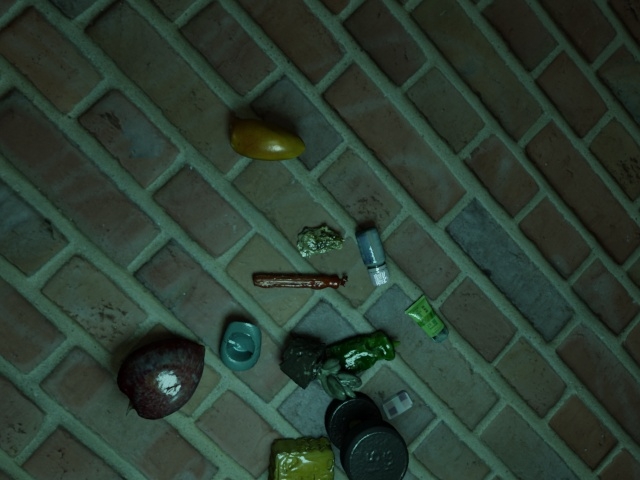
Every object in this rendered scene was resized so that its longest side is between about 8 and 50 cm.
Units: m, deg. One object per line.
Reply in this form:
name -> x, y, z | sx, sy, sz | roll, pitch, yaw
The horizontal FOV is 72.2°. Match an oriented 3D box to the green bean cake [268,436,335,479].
green bean cake -> -0.062, 0.800, 1.499 | 0.223, 0.131, 0.230 | 3, 91, -11

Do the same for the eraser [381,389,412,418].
eraser -> 0.280, 0.602, 1.610 | 0.105, 0.026, 0.065 | -29, 94, -8

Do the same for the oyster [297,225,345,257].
oyster -> -0.001, -0.003, 1.528 | 0.165, 0.053, 0.109 | -12, 84, -3

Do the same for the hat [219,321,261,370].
hat -> -0.263, 0.342, 1.479 | 0.138, 0.078, 0.191 | 15, 108, -3

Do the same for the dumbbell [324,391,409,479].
dumbbell -> 0.139, 0.644, 1.434 | 0.203, 0.322, 0.204 | 0, 91, -11

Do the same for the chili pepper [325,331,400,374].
chili pepper -> 0.155, 0.400, 1.548 | 0.270, 0.099, 0.136 | -19, 70, -3

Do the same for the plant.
plant -> 0.006, 0.423, 1.442 | 0.274, 0.146, 0.149 | 23, 119, 26

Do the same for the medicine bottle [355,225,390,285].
medicine bottle -> 0.187, 0.056, 1.547 | 0.083, 0.083, 0.203 | -18, 93, -10

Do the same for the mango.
mango -> -0.172, -0.323, 1.442 | 0.251, 0.154, 0.126 | 12, 97, 3

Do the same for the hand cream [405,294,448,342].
hand cream -> 0.399, 0.297, 1.613 | 0.095, 0.046, 0.175 | -40, 96, -4

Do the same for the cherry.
cherry -> -0.492, 0.423, 1.375 | 0.300, 0.203, 0.230 | -35, 96, -22

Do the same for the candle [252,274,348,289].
candle -> -0.069, 0.145, 1.522 | 0.328, 0.048, 0.051 | 2, 78, -10
